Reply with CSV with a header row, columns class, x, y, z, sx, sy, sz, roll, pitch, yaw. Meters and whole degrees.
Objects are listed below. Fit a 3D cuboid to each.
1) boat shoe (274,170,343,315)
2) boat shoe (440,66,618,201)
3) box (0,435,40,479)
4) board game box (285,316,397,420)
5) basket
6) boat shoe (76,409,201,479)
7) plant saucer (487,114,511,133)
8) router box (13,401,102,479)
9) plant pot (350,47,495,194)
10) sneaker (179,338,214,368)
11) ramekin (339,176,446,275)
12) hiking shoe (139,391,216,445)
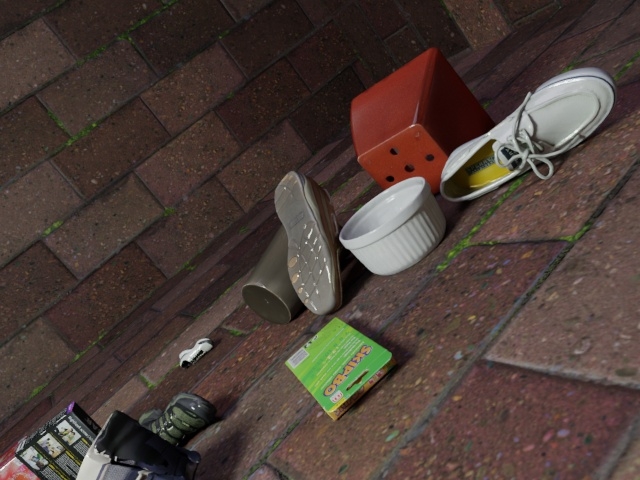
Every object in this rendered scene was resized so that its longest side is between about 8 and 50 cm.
class,x,y,z,sx,sy,sz,roll,pitch,yaw
boat shoe,0.000,0.000,1.264,0.123,0.117,0.324,-33,59,39
boat shoe,0.362,-0.173,1.118,0.367,0.135,0.156,-29,16,41
box,-0.733,0.590,1.372,0.257,0.128,0.123,-40,15,-13
board game box,0.027,0.197,0.966,0.124,0.039,0.259,-41,12,-10
basket,-0.063,0.066,1.374,0.205,0.154,0.226,0,41,38
boat shoe,-0.302,0.418,0.938,0.340,0.158,0.127,-62,4,34
plant saucer,0.440,-0.240,1.337,0.200,0.037,0.200,-35,14,10
router box,-0.468,0.420,1.167,0.133,0.178,0.046,-38,17,-4
plant pot,0.228,-0.240,1.445,0.267,0.267,0.235,-27,29,37
sneaker,-0.307,0.283,1.509,0.109,0.040,0.043,-36,30,19
ramekin,0.151,-0.023,1.208,0.207,0.109,0.207,-36,14,10
hiking shoe,-0.277,0.361,1.128,0.227,0.086,0.114,-34,27,37
